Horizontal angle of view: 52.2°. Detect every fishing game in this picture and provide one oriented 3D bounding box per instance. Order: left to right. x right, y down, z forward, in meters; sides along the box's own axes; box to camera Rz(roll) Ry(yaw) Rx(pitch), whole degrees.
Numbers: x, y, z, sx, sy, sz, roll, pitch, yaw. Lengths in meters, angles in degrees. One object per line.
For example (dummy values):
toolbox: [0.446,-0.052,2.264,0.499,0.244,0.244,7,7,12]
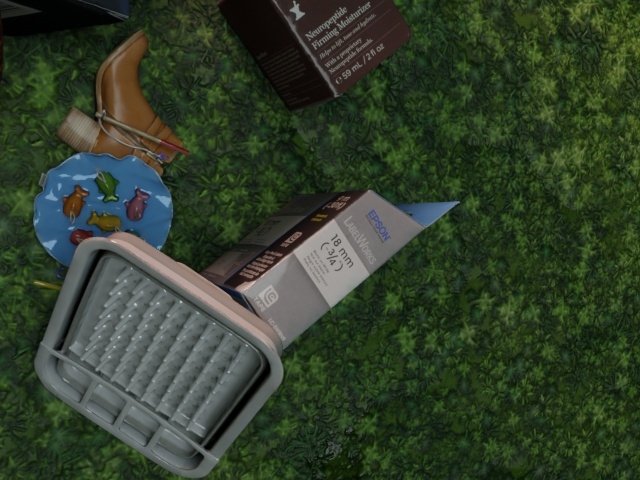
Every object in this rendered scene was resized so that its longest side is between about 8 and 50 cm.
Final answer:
fishing game: [-0.296,-0.035,0.899,0.189,0.041,0.264,23,100,-26]

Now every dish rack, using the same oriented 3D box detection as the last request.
dish rack: [-0.208,0.150,0.845,0.286,0.332,0.072,35,38,-1]

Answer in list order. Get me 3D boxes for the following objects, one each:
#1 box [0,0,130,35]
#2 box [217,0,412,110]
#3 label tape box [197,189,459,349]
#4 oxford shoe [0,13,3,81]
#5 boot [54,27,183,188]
box: [-0.382,-0.452,0.691,0.293,0.212,0.395,-12,103,-66]
box: [-0.010,-0.328,0.972,0.168,0.167,0.203,-42,110,-17]
label tape box: [0.000,0.000,0.964,0.334,0.241,0.105,-39,107,-19]
oxford shoe: [-0.448,-0.134,0.721,0.130,0.123,0.348,24,124,-20]
boot: [-0.256,-0.181,0.922,0.152,0.073,0.197,33,92,-23]
